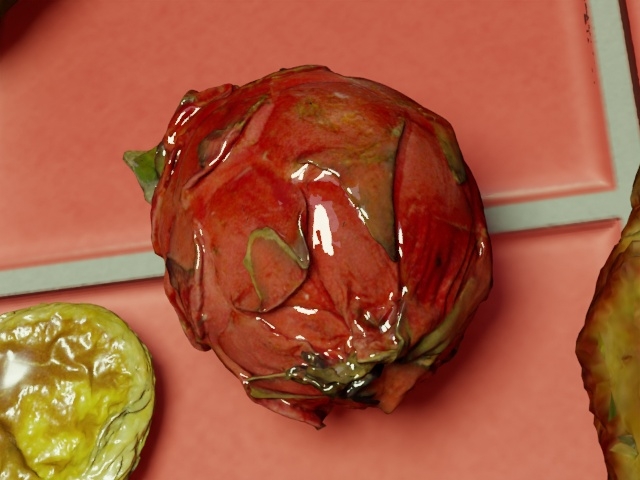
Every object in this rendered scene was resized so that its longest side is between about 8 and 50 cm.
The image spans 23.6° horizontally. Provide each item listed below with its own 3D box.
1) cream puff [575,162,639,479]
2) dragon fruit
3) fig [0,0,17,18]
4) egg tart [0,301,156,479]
[{"bbox_3d":[0.286,0.039,0.641,0.350,0.228,0.350,-1,85,15],"label":"cream puff"},{"bbox_3d":[0.000,0.000,0.765,0.172,0.172,0.209,-34,52,-7],"label":"dragon fruit"},{"bbox_3d":[-0.311,-0.249,0.875,0.343,0.343,0.343,-6,60,10],"label":"fig"},{"bbox_3d":[-0.147,0.093,0.815,0.130,0.052,0.130,-5,61,9],"label":"egg tart"}]
